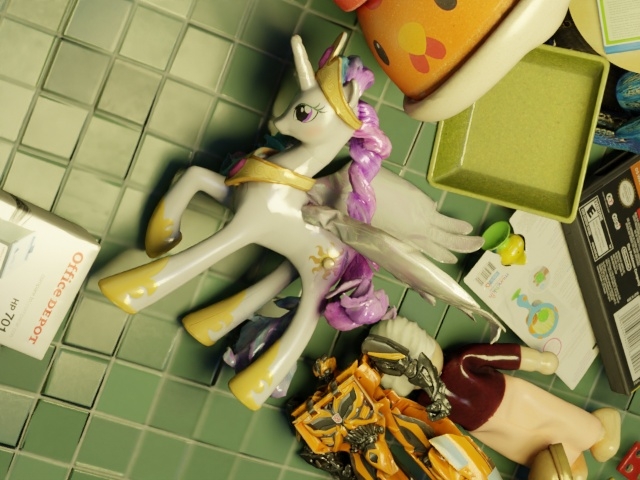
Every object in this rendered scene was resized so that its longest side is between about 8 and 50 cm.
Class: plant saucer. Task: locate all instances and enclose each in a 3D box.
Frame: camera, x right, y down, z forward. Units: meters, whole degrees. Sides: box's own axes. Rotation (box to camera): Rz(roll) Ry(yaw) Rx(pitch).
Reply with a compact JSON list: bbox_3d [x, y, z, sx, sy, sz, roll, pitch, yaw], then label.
[{"bbox_3d":[0.229,-0.133,1.826,0.045,0.188,0.188,-7,111,-60],"label":"plant saucer"}]

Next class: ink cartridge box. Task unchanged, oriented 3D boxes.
[{"bbox_3d":[-0.344,0.019,1.643,0.190,0.082,0.140,26,92,-26],"label":"ink cartridge box"}]

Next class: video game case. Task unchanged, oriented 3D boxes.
[{"bbox_3d":[0.415,0.013,1.977,0.248,0.035,0.275,-32,115,-27],"label":"video game case"}]

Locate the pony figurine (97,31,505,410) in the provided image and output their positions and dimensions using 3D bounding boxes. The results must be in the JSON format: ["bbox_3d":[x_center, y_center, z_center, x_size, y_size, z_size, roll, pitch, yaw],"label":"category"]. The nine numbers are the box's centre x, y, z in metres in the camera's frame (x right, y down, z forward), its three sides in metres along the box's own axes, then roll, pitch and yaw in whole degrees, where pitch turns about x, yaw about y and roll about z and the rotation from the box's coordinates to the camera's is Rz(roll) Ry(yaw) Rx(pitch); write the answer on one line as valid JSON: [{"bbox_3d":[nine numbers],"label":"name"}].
[{"bbox_3d":[0.000,0.000,1.712,0.351,0.303,0.363,40,101,-19],"label":"pony figurine"}]

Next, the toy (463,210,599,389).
[{"bbox_3d":[0.268,0.057,1.937,0.137,0.056,0.237,-52,126,-8],"label":"toy"}]

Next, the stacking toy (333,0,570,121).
[{"bbox_3d":[0.042,-0.381,1.633,0.480,0.350,0.351,36,88,-9],"label":"stacking toy"}]

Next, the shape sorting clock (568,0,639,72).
[{"bbox_3d":[0.368,-0.281,1.732,0.206,0.040,0.206,4,107,13],"label":"shape sorting clock"}]

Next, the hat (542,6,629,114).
[{"bbox_3d":[0.381,-0.283,1.819,0.331,0.134,0.331,-3,110,-8],"label":"hat"}]

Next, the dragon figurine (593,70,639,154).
[{"bbox_3d":[0.382,-0.142,1.817,0.144,0.289,0.085,23,63,-32],"label":"dragon figurine"}]

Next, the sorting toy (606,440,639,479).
[{"bbox_3d":[0.445,0.363,2.108,0.274,0.046,0.132,35,88,-28],"label":"sorting toy"}]

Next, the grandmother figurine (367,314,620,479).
[{"bbox_3d":[0.191,0.192,1.923,0.342,0.104,0.208,31,104,-25],"label":"grandmother figurine"}]

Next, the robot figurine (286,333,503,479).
[{"bbox_3d":[0.089,0.247,1.816,0.291,0.085,0.211,48,120,-1],"label":"robot figurine"}]

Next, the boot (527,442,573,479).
[{"bbox_3d":[0.170,0.363,1.917,0.269,0.089,0.236,-6,112,-4],"label":"boot"}]
